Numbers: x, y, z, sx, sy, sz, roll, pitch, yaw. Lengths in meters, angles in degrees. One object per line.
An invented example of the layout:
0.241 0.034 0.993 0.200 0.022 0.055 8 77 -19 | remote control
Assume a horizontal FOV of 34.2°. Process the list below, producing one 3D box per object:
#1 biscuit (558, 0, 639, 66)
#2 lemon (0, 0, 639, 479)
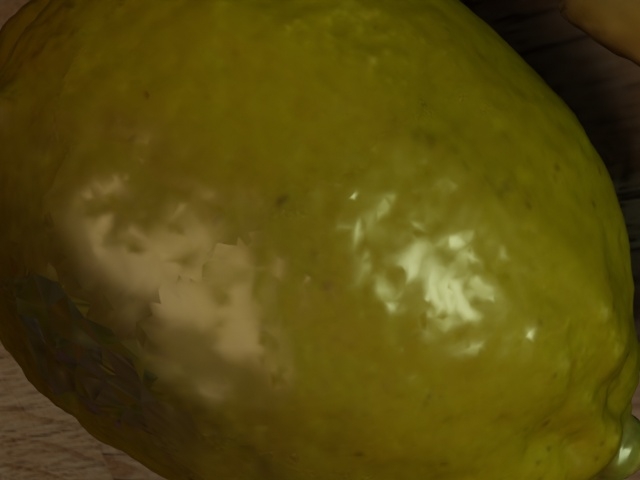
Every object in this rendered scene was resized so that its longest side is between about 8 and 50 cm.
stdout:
0.316 -0.141 0.226 0.446 0.104 0.429 34 132 22 | biscuit
-0.006 -0.005 0.494 0.316 0.285 0.285 9 133 -17 | lemon
